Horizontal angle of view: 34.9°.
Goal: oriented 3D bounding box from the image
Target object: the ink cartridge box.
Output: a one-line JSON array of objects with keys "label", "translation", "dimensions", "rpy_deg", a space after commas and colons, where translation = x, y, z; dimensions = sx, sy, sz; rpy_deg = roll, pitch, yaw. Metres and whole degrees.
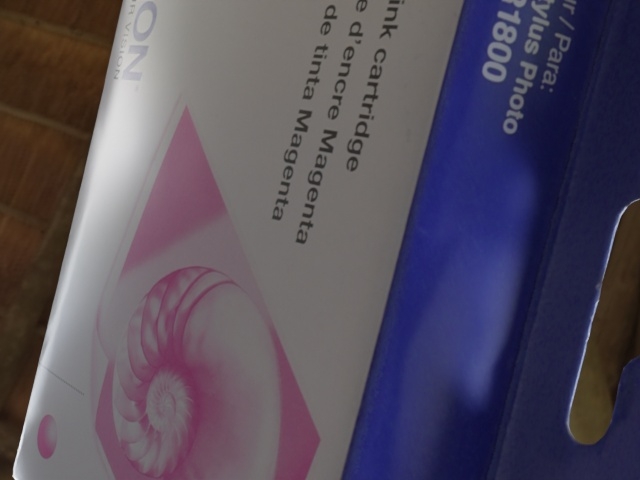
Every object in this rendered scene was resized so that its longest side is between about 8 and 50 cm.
[{"label": "ink cartridge box", "translation": [0.000, 0.000, 0.409], "dimensions": [0.330, 0.071, 0.324], "rpy_deg": [15, -89, 50]}]
